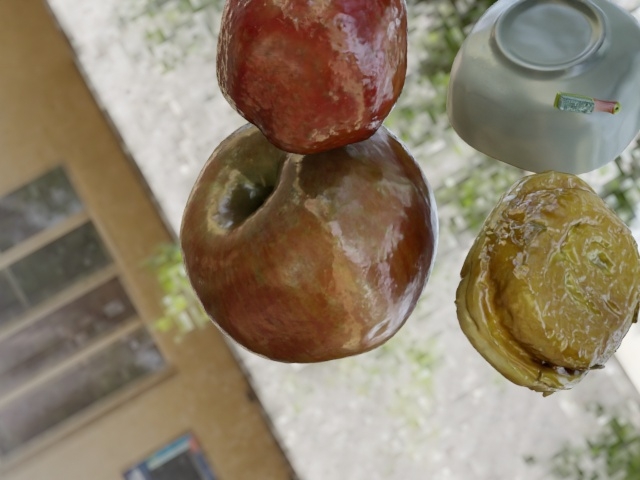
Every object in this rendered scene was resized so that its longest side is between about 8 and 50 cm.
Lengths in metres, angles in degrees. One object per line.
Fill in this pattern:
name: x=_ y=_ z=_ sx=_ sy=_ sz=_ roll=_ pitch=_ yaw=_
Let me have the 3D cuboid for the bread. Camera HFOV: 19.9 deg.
bread: x=0.249 y=0.041 z=1.969 sx=0.198 sy=0.236 sz=0.120 roll=41 pitch=-27 yaw=-24

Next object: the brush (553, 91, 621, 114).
brush: x=0.294 y=-0.146 z=1.981 sx=0.021 sy=0.083 sz=0.018 roll=-131 pitch=-128 yaw=-58

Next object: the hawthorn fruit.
hawthorn fruit: x=-0.005 y=-0.210 z=1.794 sx=0.205 sy=0.205 sz=0.253 roll=53 pitch=-26 yaw=30

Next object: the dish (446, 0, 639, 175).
dish: x=0.270 y=-0.206 z=2.135 sx=0.256 sy=0.256 sz=0.117 roll=51 pitch=-17 yaw=35

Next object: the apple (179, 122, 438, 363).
apple: x=0.000 y=0.000 z=1.998 sx=0.301 sy=0.301 sz=0.301 roll=56 pitch=-13 yaw=19
